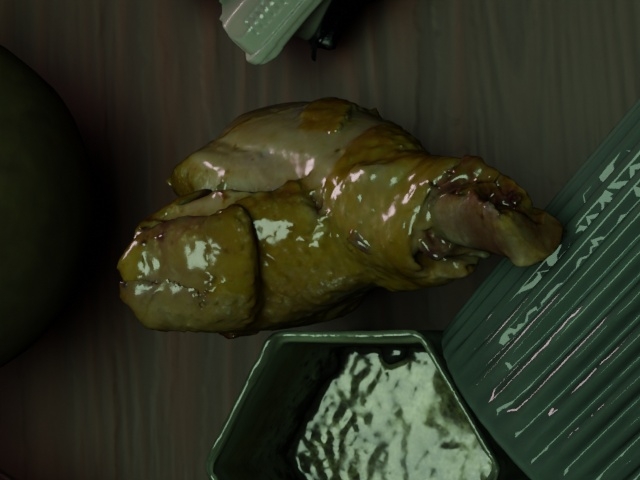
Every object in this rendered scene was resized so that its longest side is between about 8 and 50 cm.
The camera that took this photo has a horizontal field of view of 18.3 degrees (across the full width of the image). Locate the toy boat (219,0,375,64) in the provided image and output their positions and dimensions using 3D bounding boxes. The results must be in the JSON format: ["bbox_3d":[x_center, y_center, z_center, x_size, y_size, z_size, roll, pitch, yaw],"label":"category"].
[{"bbox_3d":[0.036,-0.250,1.642,0.269,0.141,0.141,-33,77,14],"label":"toy boat"}]

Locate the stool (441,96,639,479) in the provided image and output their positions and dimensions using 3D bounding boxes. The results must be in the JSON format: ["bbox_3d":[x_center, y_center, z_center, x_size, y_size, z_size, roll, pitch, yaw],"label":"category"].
[{"bbox_3d":[0.288,0.041,1.461,0.330,0.297,0.297,-47,74,16],"label":"stool"}]

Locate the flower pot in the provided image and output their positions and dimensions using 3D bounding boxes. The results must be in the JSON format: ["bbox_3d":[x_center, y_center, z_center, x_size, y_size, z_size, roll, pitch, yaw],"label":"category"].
[{"bbox_3d":[0.047,0.176,1.580,0.209,0.189,0.239,-34,79,14],"label":"flower pot"}]

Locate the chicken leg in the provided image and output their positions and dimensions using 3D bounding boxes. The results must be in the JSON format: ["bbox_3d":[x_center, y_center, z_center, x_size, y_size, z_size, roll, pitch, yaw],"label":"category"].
[{"bbox_3d":[0.000,0.000,1.494,0.409,0.295,0.182,9,114,54],"label":"chicken leg"}]

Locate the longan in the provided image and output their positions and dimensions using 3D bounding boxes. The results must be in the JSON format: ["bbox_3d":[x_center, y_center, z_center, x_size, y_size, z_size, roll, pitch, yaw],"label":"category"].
[{"bbox_3d":[-0.366,-0.038,1.662,0.361,0.361,0.361,-1,86,19],"label":"longan"}]
